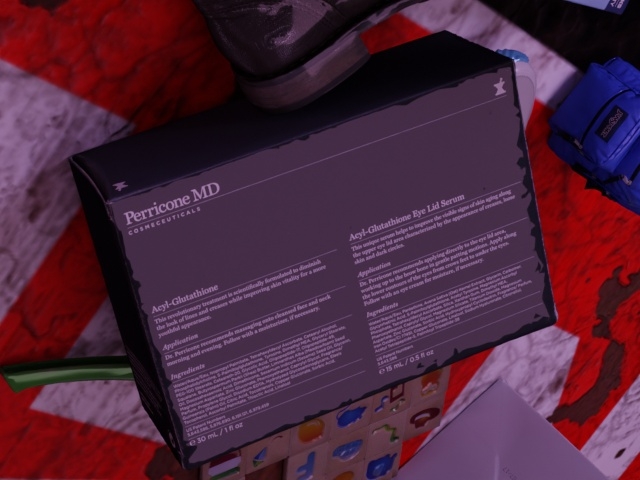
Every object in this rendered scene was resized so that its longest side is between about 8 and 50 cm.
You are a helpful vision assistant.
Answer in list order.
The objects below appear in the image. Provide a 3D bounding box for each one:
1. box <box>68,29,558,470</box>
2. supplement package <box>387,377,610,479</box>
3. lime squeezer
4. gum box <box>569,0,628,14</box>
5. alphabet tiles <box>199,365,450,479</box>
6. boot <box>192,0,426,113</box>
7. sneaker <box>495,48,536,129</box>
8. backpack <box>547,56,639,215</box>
[{"bbox_3d":[0.000,0.000,0.975,0.261,0.103,0.184,-20,117,-15],"label":"box"},{"bbox_3d":[0.192,0.268,1.364,0.149,0.194,0.203,-41,140,-5],"label":"supplement package"},{"bbox_3d":[-0.062,0.039,1.074,0.310,0.059,0.110,-34,109,-12],"label":"lime squeezer"},{"bbox_3d":[0.177,-0.236,1.028,0.184,0.041,0.157,1,122,-50],"label":"gum box"},{"bbox_3d":[0.007,0.142,1.242,0.237,0.009,0.198,-19,133,-29],"label":"alphabet tiles"},{"bbox_3d":[-0.009,-0.215,0.869,0.263,0.091,0.229,-47,133,-10],"label":"boot"},{"bbox_3d":[0.105,-0.026,1.120,0.087,0.092,0.229,0,121,-39],"label":"sneaker"},{"bbox_3d":[0.236,-0.070,1.175,0.101,0.120,0.098,17,111,-47],"label":"backpack"}]
